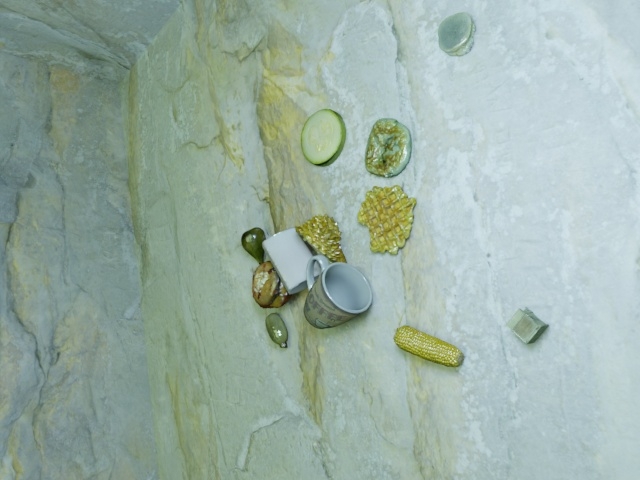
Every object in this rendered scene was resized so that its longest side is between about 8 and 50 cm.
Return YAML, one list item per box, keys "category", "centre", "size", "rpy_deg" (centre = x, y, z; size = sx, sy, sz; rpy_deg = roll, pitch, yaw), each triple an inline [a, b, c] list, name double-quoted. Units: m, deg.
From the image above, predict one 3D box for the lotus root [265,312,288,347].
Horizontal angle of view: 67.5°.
- category: "lotus root"
  centre: [-0.204, 0.425, 2.256]
  size: [0.090, 0.077, 0.183]
  rpy_deg: [-47, 55, 32]

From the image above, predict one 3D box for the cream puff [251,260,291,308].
- category: "cream puff"
  centre: [-0.214, 0.208, 2.229]
  size: [0.240, 0.164, 0.240]
  rpy_deg: [-28, 53, 45]

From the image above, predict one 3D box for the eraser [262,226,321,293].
- category: "eraser"
  centre: [-0.124, 0.087, 2.128]
  size: [0.270, 0.174, 0.094]
  rpy_deg: [58, 161, 22]

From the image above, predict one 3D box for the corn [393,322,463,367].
- category: "corn"
  centre: [0.374, 0.373, 1.687]
  size: [0.260, 0.091, 0.091]
  rpy_deg: [15, 133, 44]

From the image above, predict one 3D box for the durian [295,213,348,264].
- category: "durian"
  centre: [-0.012, -0.008, 2.030]
  size: [0.185, 0.196, 0.305]
  rpy_deg: [-55, 50, 18]

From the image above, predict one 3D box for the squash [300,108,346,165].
- category: "squash"
  centre: [0.015, -0.456, 2.139]
  size: [0.252, 0.049, 0.252]
  rpy_deg: [-3, 85, 42]

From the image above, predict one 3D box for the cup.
- category: "cup"
  centre: [0.023, 0.213, 1.943]
  size: [0.257, 0.227, 0.301]
  rpy_deg: [-45, 71, 41]

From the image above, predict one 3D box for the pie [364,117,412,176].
- category: "pie"
  centre: [0.258, -0.361, 1.884]
  size: [0.241, 0.054, 0.240]
  rpy_deg: [-1, 88, 44]

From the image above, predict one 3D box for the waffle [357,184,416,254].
- category: "waffle"
  centre: [0.249, -0.085, 1.872]
  size: [0.291, 0.051, 0.291]
  rpy_deg: [-3, 86, 44]

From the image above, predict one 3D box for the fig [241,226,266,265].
- category: "fig"
  centre: [-0.330, 0.029, 2.382]
  size: [0.133, 0.127, 0.184]
  rpy_deg: [-15, 72, 29]

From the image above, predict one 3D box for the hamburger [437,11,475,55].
- category: "hamburger"
  centre: [0.479, -0.725, 1.691]
  size: [0.133, 0.062, 0.140]
  rpy_deg: [-2, 83, 40]

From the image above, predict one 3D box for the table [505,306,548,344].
- category: "table"
  centre: [0.630, 0.259, 1.463]
  size: [0.083, 0.062, 0.079]
  rpy_deg: [46, 118, 36]
